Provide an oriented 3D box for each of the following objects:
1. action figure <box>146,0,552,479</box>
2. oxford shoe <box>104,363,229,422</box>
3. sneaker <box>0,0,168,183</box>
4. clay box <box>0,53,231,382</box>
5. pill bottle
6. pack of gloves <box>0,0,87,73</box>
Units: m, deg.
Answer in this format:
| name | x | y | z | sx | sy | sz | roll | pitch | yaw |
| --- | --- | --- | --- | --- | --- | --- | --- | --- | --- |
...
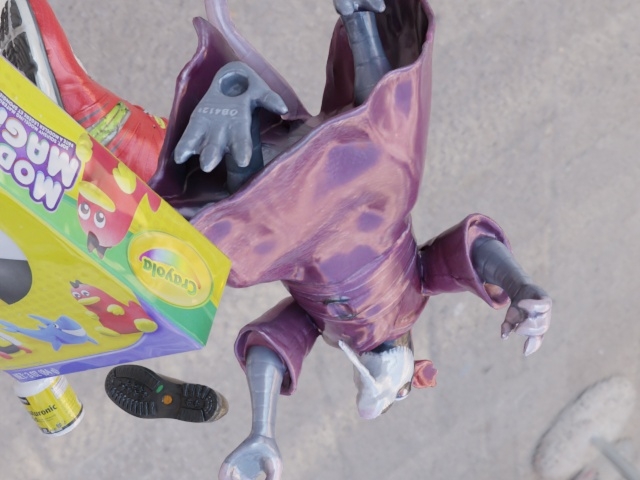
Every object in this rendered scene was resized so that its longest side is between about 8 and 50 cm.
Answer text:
| name | x | y | z | sx | sy | sz | roll | pitch | yaw |
| --- | --- | --- | --- | --- | --- | --- | --- | --- | --- |
| action figure | 0.000 | 0.000 | 0.706 | 0.248 | 0.276 | 0.370 | -21 | 141 | 1 |
| oxford shoe | -0.258 | 0.266 | 1.698 | 0.096 | 0.227 | 0.083 | 37 | 68 | -67 |
| sneaker | -0.196 | -0.097 | 0.918 | 0.118 | 0.107 | 0.279 | -32 | 104 | -28 |
| clay box | -0.155 | -0.023 | 0.404 | 0.222 | 0.127 | 0.053 | 43 | 46 | -37 |
| pill bottle | -0.366 | 0.198 | 1.340 | 0.065 | 0.065 | 0.116 | -34 | 120 | -18 |
| pack of gloves | -0.304 | -0.194 | 1.037 | 0.046 | 0.232 | 0.195 | -26 | 124 | 4 |
